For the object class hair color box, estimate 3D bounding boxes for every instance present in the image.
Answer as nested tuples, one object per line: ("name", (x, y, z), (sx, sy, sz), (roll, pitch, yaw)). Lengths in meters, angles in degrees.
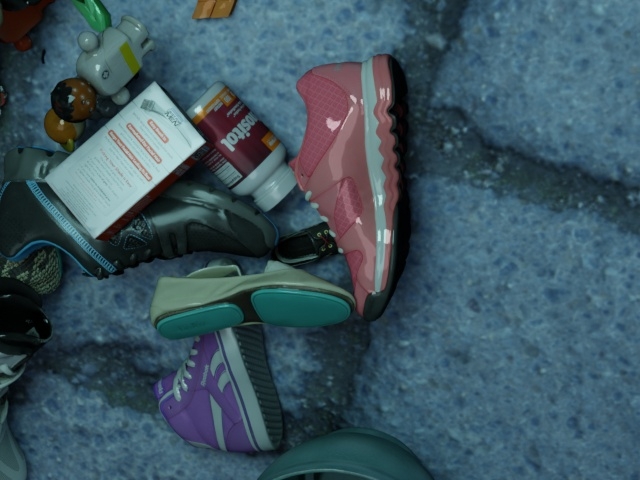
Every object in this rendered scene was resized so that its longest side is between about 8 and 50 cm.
("hair color box", (-0.215, -0.088, 1.325), (0.167, 0.053, 0.093), (-41, 84, 3))

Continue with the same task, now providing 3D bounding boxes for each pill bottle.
("pill bottle", (-0.097, -0.109, 1.398), (0.152, 0.086, 0.086), (45, 114, -10))

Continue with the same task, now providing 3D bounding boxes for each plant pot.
("plant pot", (0.041, 0.364, 1.515), (0.293, 0.196, 0.293), (5, 114, 11))

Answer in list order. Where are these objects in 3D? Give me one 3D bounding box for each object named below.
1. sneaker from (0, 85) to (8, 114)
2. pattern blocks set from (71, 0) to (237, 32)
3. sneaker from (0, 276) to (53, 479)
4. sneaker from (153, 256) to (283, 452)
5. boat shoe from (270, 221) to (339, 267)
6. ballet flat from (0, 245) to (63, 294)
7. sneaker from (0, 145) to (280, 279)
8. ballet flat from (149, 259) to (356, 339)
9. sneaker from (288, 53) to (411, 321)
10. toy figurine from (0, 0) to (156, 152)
("sneaker", (-0.420, -0.192, 1.456), (0.065, 0.061, 0.158), (2, 106, -32))
("pattern blocks set", (-0.187, -0.377, 1.333), (0.285, 0.026, 0.325), (45, 115, -9))
("sneaker", (-0.435, 0.201, 1.502), (0.257, 0.169, 0.447), (-13, 137, 13))
("sneaker", (-0.155, 0.157, 1.521), (0.161, 0.102, 0.282), (-3, 113, 17))
("boat shoe", (0.001, 0.002, 1.452), (0.133, 0.042, 0.049), (-17, 104, 16))
("ballet flat", (-0.564, 0.048, 1.535), (0.483, 0.164, 0.182), (-6, 122, 11))
("sneaker", (-0.221, -0.011, 1.414), (0.341, 0.125, 0.139), (11, 81, 1))
("ballet flat", (-0.082, 0.060, 1.390), (0.248, 0.086, 0.086), (-5, 112, 8))
("sneaker", (0.033, -0.061, 1.379), (0.136, 0.116, 0.314), (2, 103, 13))
("toy figurine", (-0.307, -0.213, 1.317), (0.209, 0.213, 0.148), (44, 72, -11))
